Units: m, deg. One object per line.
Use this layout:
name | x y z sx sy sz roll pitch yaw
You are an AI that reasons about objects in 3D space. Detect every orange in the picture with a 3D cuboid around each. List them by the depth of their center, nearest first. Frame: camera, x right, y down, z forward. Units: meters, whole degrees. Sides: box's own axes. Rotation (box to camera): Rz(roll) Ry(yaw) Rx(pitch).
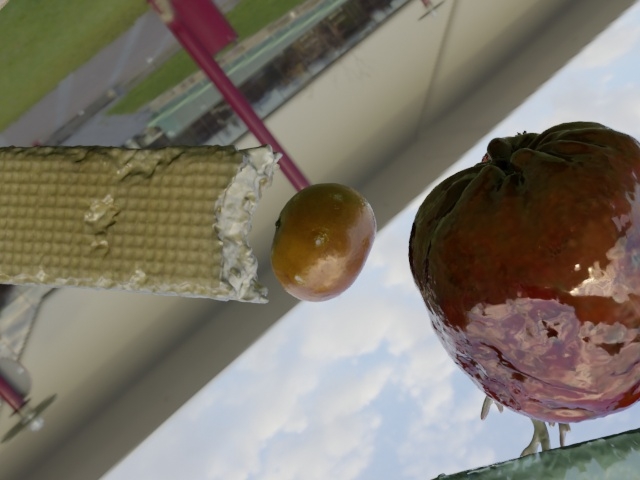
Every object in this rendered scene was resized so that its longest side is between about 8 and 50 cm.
orange | 0.000 0.000 1.032 0.156 0.124 0.156 -60 -176 6

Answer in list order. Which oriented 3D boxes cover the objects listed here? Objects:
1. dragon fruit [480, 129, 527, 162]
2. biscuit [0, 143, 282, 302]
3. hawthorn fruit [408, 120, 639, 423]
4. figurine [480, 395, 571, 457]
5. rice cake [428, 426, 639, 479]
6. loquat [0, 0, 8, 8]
dragon fruit | 0.364 -0.106 1.495 0.172 0.172 0.209 -39 158 -4
biscuit | -0.145 -0.016 0.588 0.238 0.108 0.062 3 177 19
hawthorn fruit | 0.202 0.029 0.711 0.258 0.262 0.258 0 -163 0
figurine | 0.333 0.127 1.104 0.315 0.206 0.284 -27 -143 14
rice cake | 0.191 0.148 0.503 0.336 0.063 0.066 -4 145 -24
loquat | -0.413 -0.347 0.834 0.274 0.275 0.275 -36 -167 9
